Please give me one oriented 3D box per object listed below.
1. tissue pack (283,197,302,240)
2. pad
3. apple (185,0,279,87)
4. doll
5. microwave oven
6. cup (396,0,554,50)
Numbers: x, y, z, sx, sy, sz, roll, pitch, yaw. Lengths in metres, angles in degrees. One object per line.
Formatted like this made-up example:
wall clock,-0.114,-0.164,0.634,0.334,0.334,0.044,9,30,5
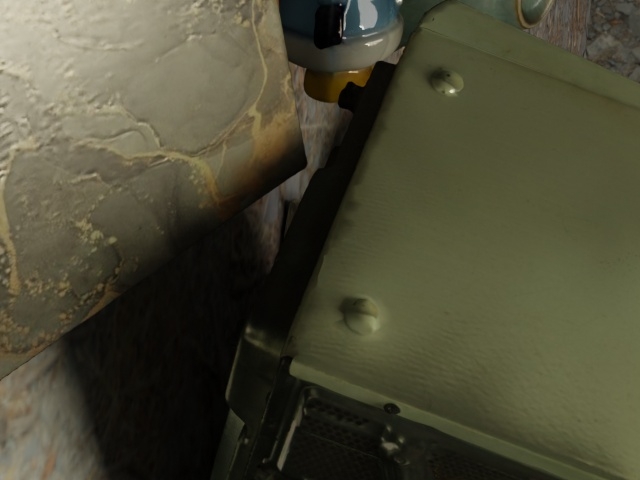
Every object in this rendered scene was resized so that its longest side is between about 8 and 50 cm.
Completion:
tissue pack,0.000,0.000,1.006,0.083,0.042,0.062,18,81,-71
pad,-0.117,-0.114,0.492,0.247,0.007,0.368,-37,137,-28
apple,-0.077,-0.120,0.636,0.126,0.102,0.126,6,90,-71
doll,0.022,-0.256,0.839,0.177,0.141,0.314,-78,171,-59
microwave oven,0.069,0.103,0.785,0.394,0.247,0.333,109,5,-48
cup,0.127,-0.240,1.056,0.199,0.150,0.199,-36,138,-42
